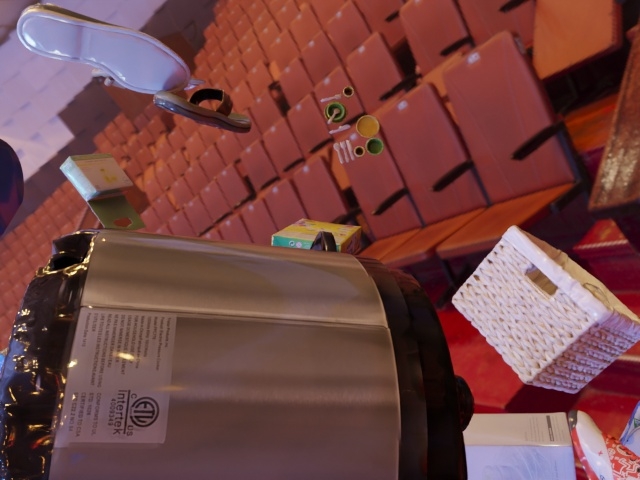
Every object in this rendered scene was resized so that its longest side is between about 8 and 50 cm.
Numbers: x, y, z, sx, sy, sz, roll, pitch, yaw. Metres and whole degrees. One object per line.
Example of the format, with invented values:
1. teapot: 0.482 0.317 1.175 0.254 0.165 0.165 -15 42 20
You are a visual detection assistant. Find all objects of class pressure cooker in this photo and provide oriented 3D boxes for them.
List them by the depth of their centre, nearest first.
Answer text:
1. pressure cooker: -0.057 0.187 0.563 0.375 0.421 0.369 -141 57 -72

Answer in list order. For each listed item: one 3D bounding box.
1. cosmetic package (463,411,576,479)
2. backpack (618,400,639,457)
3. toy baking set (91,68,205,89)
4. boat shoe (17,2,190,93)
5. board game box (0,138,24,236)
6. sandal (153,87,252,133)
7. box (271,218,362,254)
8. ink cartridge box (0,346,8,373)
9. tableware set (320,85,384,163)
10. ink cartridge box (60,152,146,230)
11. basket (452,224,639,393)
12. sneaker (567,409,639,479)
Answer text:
1. cosmetic package: 0.393 0.480 1.181 0.225 0.223 0.138 -6 10 18
2. backpack: 0.666 0.381 1.043 0.213 0.277 0.263 -1 -70 -48
3. toy baking set: -0.402 -0.385 1.376 0.256 0.030 0.197 3 0 38
4. boat shoe: -0.413 -0.382 1.147 0.116 0.320 0.099 -62 30 29
5. board game box: -0.421 -0.044 0.696 0.133 0.033 0.168 95 -169 -63
6. sandal: -0.237 -0.293 1.271 0.303 0.120 0.086 -2 -73 -70
7. box: 0.000 0.000 0.904 0.105 0.043 0.179 8 15 14
8. ink cartridge box: -0.508 0.294 0.988 0.231 0.134 0.078 -56 0 18
9. tableware set: 0.067 -0.239 1.194 0.104 0.154 0.024 -16 -7 -2
10. ink cartridge box: -0.582 -0.132 1.618 0.056 0.235 0.171 -40 -3 21
11. basket: 0.575 0.183 1.480 0.266 0.331 0.328 -52 46 17
12. sneaker: 0.519 0.383 0.960 0.145 0.090 0.270 -31 33 22
